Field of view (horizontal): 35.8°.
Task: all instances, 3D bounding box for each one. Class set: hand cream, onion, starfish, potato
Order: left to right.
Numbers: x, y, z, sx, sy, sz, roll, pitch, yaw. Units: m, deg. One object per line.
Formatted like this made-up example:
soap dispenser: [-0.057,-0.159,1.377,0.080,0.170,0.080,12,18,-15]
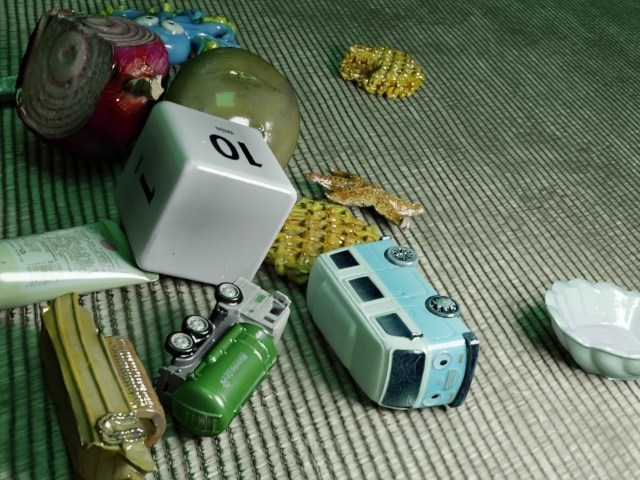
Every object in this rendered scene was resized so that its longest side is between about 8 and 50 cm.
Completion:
hand cream: [-0.387,0.034,1.382,0.306,0.093,0.147,-13,46,-41]
onion: [-0.378,-0.263,1.710,0.272,0.256,0.230,51,15,18]
potato: [-0.155,-0.219,1.756,0.243,0.220,0.326,14,27,-4]
starfish: [0.078,-0.086,1.801,0.227,0.043,0.240,15,16,-35]

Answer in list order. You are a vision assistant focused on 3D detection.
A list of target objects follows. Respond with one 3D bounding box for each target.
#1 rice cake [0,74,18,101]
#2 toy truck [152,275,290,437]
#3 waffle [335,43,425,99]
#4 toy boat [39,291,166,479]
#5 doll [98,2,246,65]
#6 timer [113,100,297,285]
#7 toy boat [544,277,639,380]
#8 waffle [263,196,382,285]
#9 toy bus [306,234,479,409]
rice cake: [-0.561,-0.285,1.852,0.290,0.051,0.081,-16,10,-41]
toy truck: [-0.127,0.152,1.306,0.125,0.101,0.242,27,36,9]
waffle: [0.141,-0.395,2.305,0.193,0.070,0.197,32,35,23]
toy boat: [-0.262,0.182,1.205,0.115,0.089,0.310,-5,38,-26]
doll: [-0.321,-0.456,2.170,0.346,0.098,0.341,20,33,2]
timer: [-0.179,-0.068,1.502,0.192,0.194,0.195,14,27,-33]
toy boat: [0.477,0.149,1.574,0.290,0.100,0.199,2,35,-19]
waffle: [0.000,0.002,1.642,0.245,0.052,0.254,34,35,30]
toy bus: [0.093,0.121,1.421,0.165,0.133,0.271,-7,36,-24]
